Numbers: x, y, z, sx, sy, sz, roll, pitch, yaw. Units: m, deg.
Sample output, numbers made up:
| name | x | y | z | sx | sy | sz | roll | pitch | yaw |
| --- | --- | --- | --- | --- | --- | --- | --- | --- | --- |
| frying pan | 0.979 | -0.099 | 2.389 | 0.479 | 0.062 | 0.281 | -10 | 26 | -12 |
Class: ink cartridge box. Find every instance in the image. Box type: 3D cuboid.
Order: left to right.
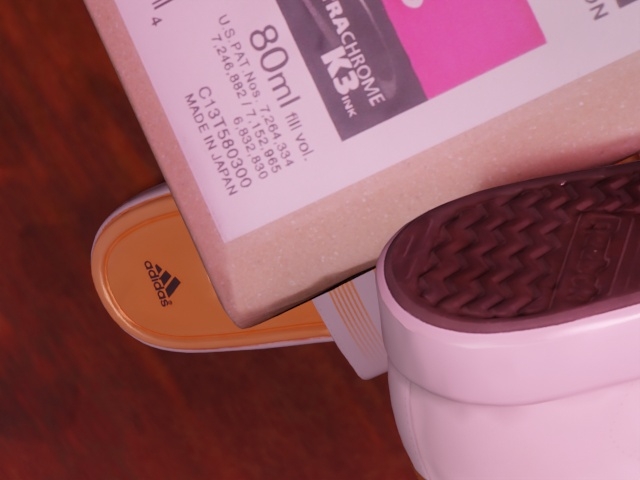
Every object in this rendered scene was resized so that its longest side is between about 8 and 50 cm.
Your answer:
| name | x | y | z | sx | sy | sz | roll | pitch | yaw |
| --- | --- | --- | --- | --- | --- | --- | --- | --- | --- |
| ink cartridge box | 0.017 | -0.117 | 0.624 | 0.193 | 0.088 | 0.235 | -26 | 89 | 24 |

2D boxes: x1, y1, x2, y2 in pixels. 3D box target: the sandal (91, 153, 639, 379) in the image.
| name | x | y | z | sx | sy | sz | roll | pitch | yaw |
| --- | --- | --- | --- | --- | --- | --- | --- | --- | --- |
| sandal | 0.004 | 0.010 | 0.746 | 0.265 | 0.076 | 0.102 | -17 | 105 | 35 |

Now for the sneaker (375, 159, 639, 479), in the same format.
| name | x | y | z | sx | sy | sz | roll | pitch | yaw |
| --- | --- | --- | --- | --- | --- | --- | --- | --- | --- |
| sneaker | 0.164 | 0.029 | 0.567 | 0.290 | 0.106 | 0.123 | -9 | 123 | 1 |
